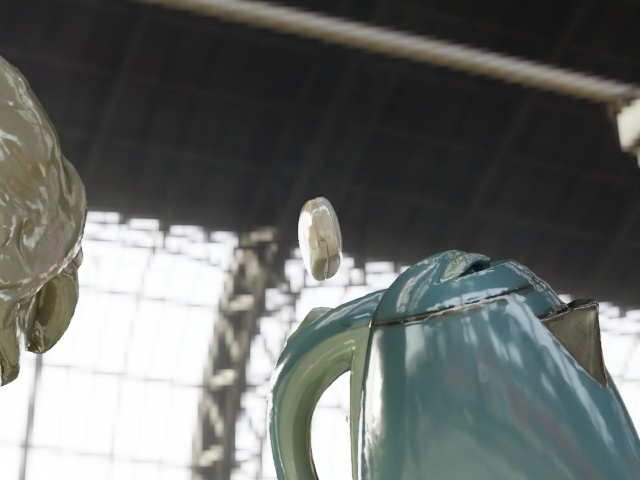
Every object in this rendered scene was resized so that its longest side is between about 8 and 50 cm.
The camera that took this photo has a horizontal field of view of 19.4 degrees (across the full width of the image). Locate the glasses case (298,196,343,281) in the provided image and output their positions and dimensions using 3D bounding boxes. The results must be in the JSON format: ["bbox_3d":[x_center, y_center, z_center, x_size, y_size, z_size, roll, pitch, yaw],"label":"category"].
[{"bbox_3d":[0.000,0.000,2.368,0.051,0.081,0.204,-14,-13,-4],"label":"glasses case"}]

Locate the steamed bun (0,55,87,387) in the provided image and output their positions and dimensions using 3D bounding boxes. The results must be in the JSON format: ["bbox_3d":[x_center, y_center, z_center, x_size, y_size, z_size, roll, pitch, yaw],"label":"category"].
[{"bbox_3d":[-0.307,0.022,1.521,0.310,0.324,0.219,-35,-49,28],"label":"steamed bun"}]

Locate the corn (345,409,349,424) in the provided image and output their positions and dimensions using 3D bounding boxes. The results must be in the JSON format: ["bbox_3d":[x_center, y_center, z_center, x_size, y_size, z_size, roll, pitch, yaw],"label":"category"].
[{"bbox_3d":[0.113,0.193,2.581,0.207,0.068,0.068,-48,-45,10],"label":"corn"}]

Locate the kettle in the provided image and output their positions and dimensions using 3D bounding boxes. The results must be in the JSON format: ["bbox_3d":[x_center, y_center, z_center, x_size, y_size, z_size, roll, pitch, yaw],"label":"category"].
[{"bbox_3d":[0.105,0.184,1.499,0.320,0.342,0.247,-15,1,25],"label":"kettle"}]
